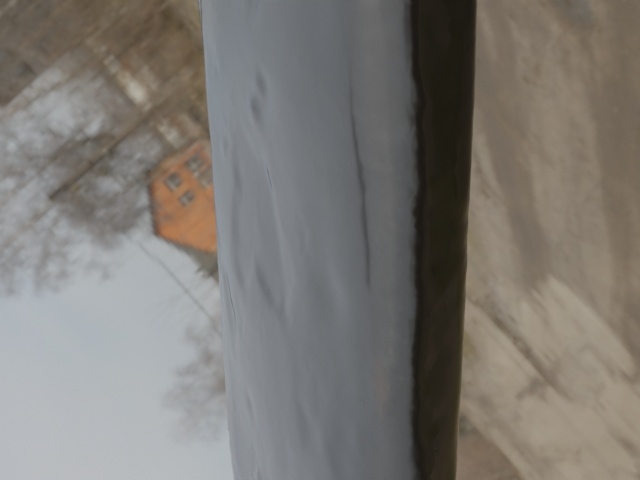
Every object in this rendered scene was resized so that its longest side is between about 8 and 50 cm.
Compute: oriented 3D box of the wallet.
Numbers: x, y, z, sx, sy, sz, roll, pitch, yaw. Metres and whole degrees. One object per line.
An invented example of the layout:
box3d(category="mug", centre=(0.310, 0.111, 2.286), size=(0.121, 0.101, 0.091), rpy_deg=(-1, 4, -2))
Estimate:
box3d(category="wallet", centre=(0.000, 0.000, 0.437), size=(0.197, 0.051, 0.377), rpy_deg=(-135, 41, -61))
